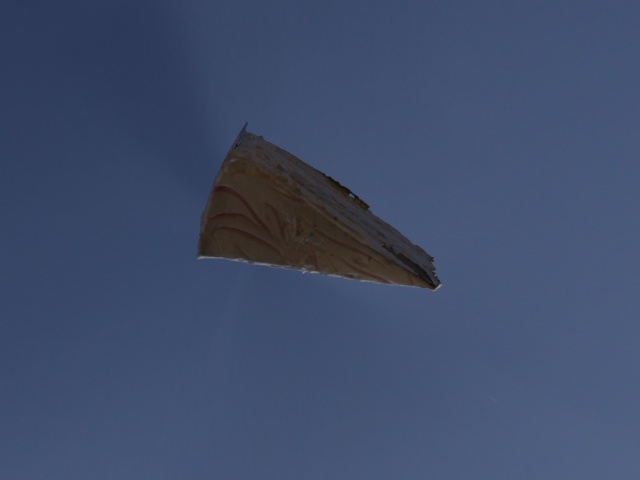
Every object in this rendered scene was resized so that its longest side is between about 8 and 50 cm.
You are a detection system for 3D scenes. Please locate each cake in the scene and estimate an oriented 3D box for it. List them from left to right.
[{"bbox_3d":[0.000,0.000,0.829,0.121,0.052,0.065,29,-73,-2],"label":"cake"}]
